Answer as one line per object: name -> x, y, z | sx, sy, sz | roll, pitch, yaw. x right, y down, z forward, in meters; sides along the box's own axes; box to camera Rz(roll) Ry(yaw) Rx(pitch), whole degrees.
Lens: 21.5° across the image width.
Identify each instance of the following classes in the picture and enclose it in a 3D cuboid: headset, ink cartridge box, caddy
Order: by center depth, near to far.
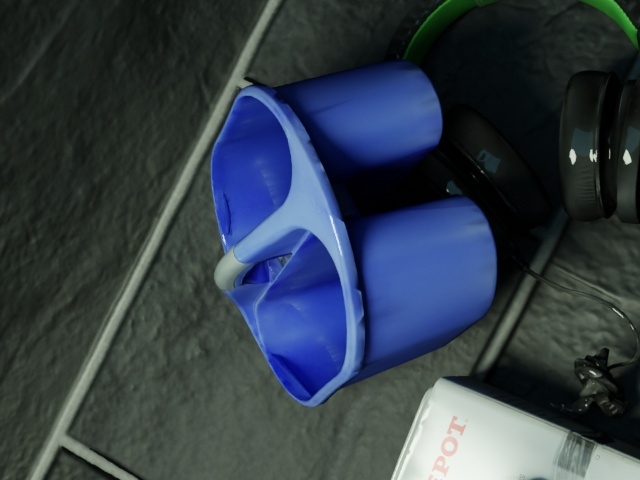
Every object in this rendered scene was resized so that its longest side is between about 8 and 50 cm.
caddy -> 0.000, 0.000, 1.361 | 0.179, 0.341, 0.241 | -17, 78, -16
ink cartridge box -> 0.204, 0.268, 1.378 | 0.307, 0.129, 0.223 | 22, 93, 17
headset -> 0.193, -0.050, 1.428 | 0.243, 0.185, 0.394 | -16, 66, 11
